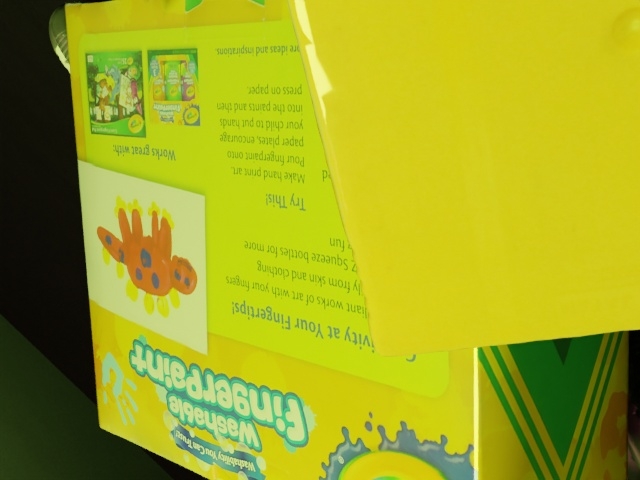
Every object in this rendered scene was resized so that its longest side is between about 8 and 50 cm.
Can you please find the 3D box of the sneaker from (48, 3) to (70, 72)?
[{"bbox_3d":[-0.165,-0.157,1.068,0.234,0.078,0.106,45,152,-16],"label":"sneaker"}]

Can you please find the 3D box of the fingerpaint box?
[{"bbox_3d":[0.000,0.000,0.790,0.444,0.163,0.371,9,105,49],"label":"fingerpaint box"}]

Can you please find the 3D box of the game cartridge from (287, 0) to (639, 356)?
[{"bbox_3d":[0.132,-0.099,0.460,0.285,0.053,0.324,-8,124,10],"label":"game cartridge"}]

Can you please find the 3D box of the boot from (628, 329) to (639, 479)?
[{"bbox_3d":[0.183,0.097,0.904,0.348,0.131,0.260,57,146,-7],"label":"boot"}]
